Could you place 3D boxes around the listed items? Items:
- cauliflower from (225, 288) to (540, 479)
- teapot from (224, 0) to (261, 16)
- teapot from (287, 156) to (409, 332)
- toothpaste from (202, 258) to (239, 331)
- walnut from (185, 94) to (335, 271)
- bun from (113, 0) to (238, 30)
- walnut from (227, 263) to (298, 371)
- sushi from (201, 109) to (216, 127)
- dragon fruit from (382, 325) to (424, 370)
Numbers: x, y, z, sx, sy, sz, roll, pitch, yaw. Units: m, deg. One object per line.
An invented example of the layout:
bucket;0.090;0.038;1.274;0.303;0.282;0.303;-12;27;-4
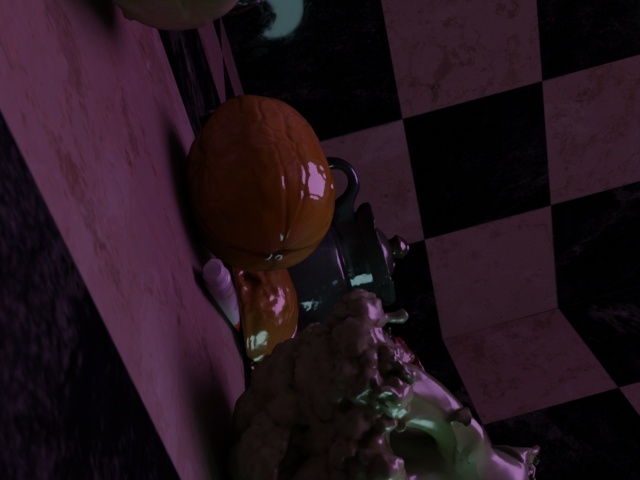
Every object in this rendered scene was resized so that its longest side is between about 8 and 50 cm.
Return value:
cauliflower;0.044;0.207;0.648;0.260;0.281;0.326;-39;136;-56
teapot;-0.205;-0.542;1.174;0.315;0.233;0.312;42;-24;28
teapot;0.002;0.009;1.205;0.223;0.285;0.305;77;-2;-77
toothpaste;-0.114;0.066;0.845;0.190;0.031;0.048;86;-14;-69
walnut;-0.074;-0.069;0.870;0.193;0.193;0.225;75;-3;-47
bun;-0.134;-0.359;0.599;0.361;0.213;0.360;-16;90;-88
walnut;-0.078;0.078;0.998;0.167;0.087;0.211;81;-7;-64
sushi;-0.175;-0.184;1.213;0.046;0.044;0.083;-111;-176;-77
dragon fruit;0.083;0.301;1.485;0.291;0.269;0.250;13;55;-42
